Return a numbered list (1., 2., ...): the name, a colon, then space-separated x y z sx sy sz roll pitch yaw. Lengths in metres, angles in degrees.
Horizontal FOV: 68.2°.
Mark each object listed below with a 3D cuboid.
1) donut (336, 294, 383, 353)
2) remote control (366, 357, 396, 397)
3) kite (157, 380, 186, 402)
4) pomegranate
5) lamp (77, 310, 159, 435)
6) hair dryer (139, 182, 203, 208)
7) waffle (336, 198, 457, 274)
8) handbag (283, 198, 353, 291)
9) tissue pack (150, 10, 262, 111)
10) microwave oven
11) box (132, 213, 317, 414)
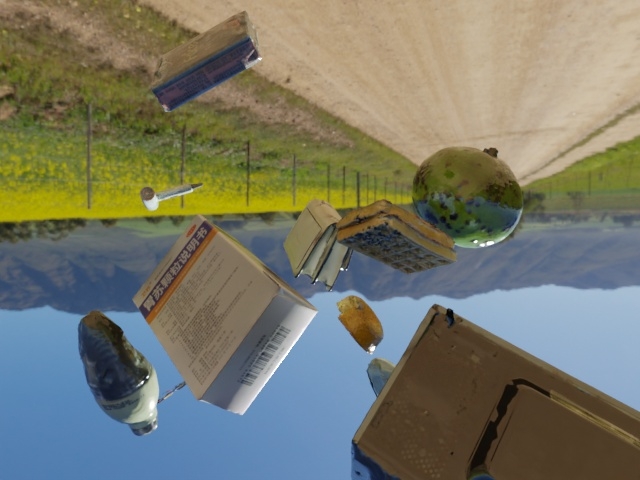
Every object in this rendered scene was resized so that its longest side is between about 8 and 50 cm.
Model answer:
1. donut: 0.069 0.137 0.784 0.043 0.097 0.108 -39 -162 11
2. remote control: 0.190 0.408 1.246 0.104 0.248 0.052 5 -142 42
3. kite: -0.322 0.340 1.145 0.285 0.015 0.152 -25 173 -46
4. pomegranate: 0.262 -0.061 0.911 0.211 0.263 0.211 28 -160 -11
5. lamp: -0.319 0.215 0.756 0.101 0.250 0.101 -11 -154 6
6. hair dryer: -0.425 -0.136 1.375 0.183 0.044 0.155 -15 179 -17
7. waffle: 0.105 -0.001 0.651 0.148 0.043 0.102 25 153 -31
8. handbag: 0.000 0.000 1.705 0.160 0.237 0.358 22 -167 -17
9. tissue pack: -0.324 -0.516 1.358 0.315 0.103 0.228 -25 -139 10
10. microwave oven: 0.223 0.289 0.543 0.354 0.218 0.286 28 153 20
11. box: -0.171 0.108 0.790 0.299 0.200 0.106 34 176 46
